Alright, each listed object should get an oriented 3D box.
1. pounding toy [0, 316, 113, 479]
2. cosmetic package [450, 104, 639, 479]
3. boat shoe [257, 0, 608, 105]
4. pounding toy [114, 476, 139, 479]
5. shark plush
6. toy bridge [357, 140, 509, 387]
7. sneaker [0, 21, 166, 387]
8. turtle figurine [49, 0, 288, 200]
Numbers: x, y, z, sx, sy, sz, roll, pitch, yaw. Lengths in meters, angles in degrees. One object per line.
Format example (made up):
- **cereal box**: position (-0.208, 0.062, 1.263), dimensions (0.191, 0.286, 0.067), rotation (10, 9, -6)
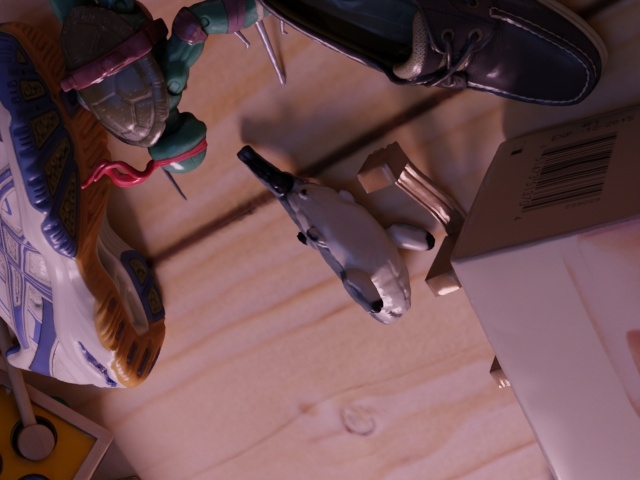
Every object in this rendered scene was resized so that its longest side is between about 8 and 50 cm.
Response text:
- **pounding toy**: position (-0.243, 0.162, 1.123), dimensions (0.130, 0.141, 0.100), rotation (30, 155, -2)
- **cosmetic package**: position (0.209, 0.079, 0.887), dimensions (0.129, 0.153, 0.296), rotation (-14, 118, 28)
- **boat shoe**: position (0.062, -0.125, 0.841), dimensions (0.224, 0.073, 0.080), rotation (22, 135, -1)
- **pounding toy**: position (-0.203, 0.328, 1.234), dimensions (0.181, 0.094, 0.206), rotation (-15, 116, 27)
- **shark plush**: position (0.000, 0.000, 0.971), dimensions (0.161, 0.073, 0.067), rotation (32, 157, -9)
- **toy bridge**: position (0.091, 0.013, 0.937), dimensions (0.026, 0.063, 0.188), rotation (-24, 110, 31)
- **sneaker**: position (-0.214, -0.012, 1.001), dimensions (0.131, 0.112, 0.296), rotation (-1, 121, 20)
- **turtle figurine**: position (-0.114, -0.128, 0.891), dimensions (0.175, 0.118, 0.234), rotation (-19, 109, 29)
